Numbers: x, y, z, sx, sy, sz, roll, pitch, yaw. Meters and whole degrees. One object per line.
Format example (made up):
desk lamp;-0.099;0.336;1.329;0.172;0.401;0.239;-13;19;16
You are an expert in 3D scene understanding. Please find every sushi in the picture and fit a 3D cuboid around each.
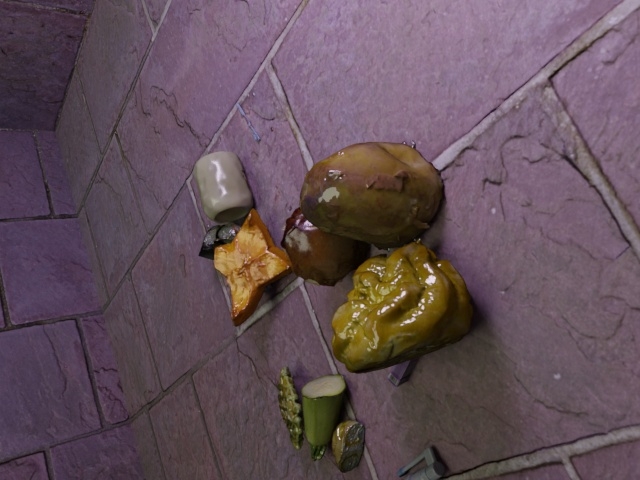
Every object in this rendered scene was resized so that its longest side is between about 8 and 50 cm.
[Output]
sushi;-0.325;-0.017;1.948;0.273;0.134;0.109;-39;38;53

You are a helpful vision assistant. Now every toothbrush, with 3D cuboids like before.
toothbrush;-0.250;-0.407;1.869;0.193;0.019;0.013;60;136;28

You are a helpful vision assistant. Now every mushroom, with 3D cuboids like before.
mushroom;-0.004;-0.025;1.538;0.301;0.233;0.207;-118;14;-57

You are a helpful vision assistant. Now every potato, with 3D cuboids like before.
potato;0.092;-0.114;1.293;0.289;0.237;0.300;-46;58;33

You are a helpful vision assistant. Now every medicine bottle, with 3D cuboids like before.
medicine bottle;0.235;0.611;1.398;0.220;0.061;0.092;-57;34;37

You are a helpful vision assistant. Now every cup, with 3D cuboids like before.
cup;-0.358;-0.160;1.901;0.255;0.173;0.202;-31;69;37

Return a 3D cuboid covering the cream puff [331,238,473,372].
cream puff;0.161;0.144;1.232;0.324;0.291;0.257;-32;63;36

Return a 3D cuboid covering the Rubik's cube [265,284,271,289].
Rubik's cube;-0.213;0.143;1.853;0.084;0.075;0.073;-35;79;20

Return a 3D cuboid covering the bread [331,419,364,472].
bread;0.072;0.578;1.579;0.094;0.083;0.157;52;134;49

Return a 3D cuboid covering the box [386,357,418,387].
box;0.212;0.312;1.384;0.036;0.051;0.117;39;123;32

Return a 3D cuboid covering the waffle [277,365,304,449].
waffle;-0.098;0.526;1.726;0.223;0.054;0.204;-118;20;-52

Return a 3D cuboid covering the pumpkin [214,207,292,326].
pumpkin;-0.235;0.085;1.776;0.290;0.095;0.258;-43;74;12

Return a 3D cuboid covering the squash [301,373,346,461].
squash;-0.006;0.523;1.639;0.137;0.137;0.287;37;130;41
